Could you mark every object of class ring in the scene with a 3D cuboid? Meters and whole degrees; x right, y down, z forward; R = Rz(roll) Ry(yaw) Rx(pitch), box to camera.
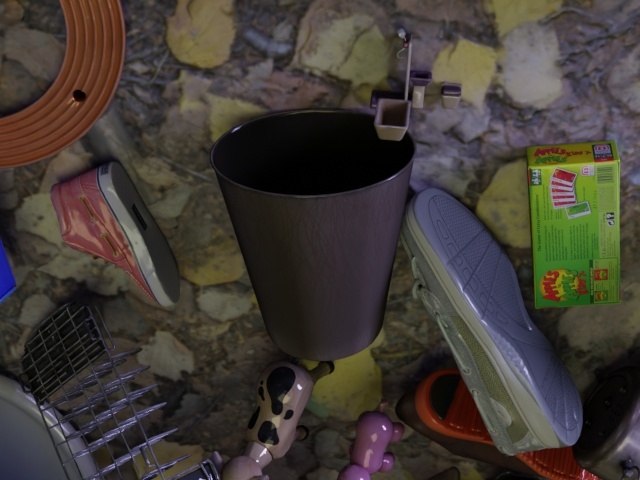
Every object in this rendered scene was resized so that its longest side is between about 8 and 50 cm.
[{"bbox_3d":[-0.358,-0.220,1.357,0.337,0.032,0.336,2,123,3],"label":"ring"}]

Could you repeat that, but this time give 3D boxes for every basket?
[{"bbox_3d":[0.000,0.000,1.412,0.204,0.154,0.227,-2,128,4],"label":"basket"}]

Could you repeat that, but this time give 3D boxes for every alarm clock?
[{"bbox_3d":[0.331,0.213,1.502,0.064,0.192,0.129,29,121,-14],"label":"alarm clock"}]

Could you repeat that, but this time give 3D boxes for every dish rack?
[{"bbox_3d":[-0.240,0.205,1.546,0.208,0.074,0.271,-36,76,44],"label":"dish rack"}]

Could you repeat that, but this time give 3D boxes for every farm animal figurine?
[{"bbox_3d":[-0.036,0.325,1.526,0.327,0.172,0.330,-38,79,22],"label":"farm animal figurine"}]

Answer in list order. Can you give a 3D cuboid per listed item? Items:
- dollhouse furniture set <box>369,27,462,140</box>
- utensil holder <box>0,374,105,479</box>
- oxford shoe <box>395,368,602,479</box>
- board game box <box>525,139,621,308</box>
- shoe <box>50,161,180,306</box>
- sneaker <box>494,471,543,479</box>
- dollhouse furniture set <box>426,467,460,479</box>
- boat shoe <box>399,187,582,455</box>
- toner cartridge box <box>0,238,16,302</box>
[{"bbox_3d":[0.093,-0.151,1.320,0.091,0.114,0.081,5,120,4],"label":"dollhouse furniture set"},{"bbox_3d":[-0.488,0.377,1.605,0.385,0.327,0.327,-34,116,27],"label":"utensil holder"},{"bbox_3d":[0.215,0.220,1.595,0.271,0.097,0.098,25,154,-18],"label":"oxford shoe"},{"bbox_3d":[0.267,-0.015,1.440,0.092,0.043,0.181,-4,124,8],"label":"board game box"},{"bbox_3d":[-0.222,0.002,1.481,0.081,0.063,0.178,-17,116,17],"label":"shoe"},{"bbox_3d":[0.250,0.323,1.641,0.170,0.051,0.089,24,126,-39],"label":"sneaker"},{"bbox_3d":[0.116,0.553,1.711,0.394,0.256,0.362,-29,118,22],"label":"dollhouse furniture set"},{"bbox_3d":[0.165,0.094,1.460,0.103,0.118,0.320,-23,109,35],"label":"boat shoe"},{"bbox_3d":[-0.425,-0.051,1.352,0.075,0.165,0.348,12,129,30],"label":"toner cartridge box"}]
